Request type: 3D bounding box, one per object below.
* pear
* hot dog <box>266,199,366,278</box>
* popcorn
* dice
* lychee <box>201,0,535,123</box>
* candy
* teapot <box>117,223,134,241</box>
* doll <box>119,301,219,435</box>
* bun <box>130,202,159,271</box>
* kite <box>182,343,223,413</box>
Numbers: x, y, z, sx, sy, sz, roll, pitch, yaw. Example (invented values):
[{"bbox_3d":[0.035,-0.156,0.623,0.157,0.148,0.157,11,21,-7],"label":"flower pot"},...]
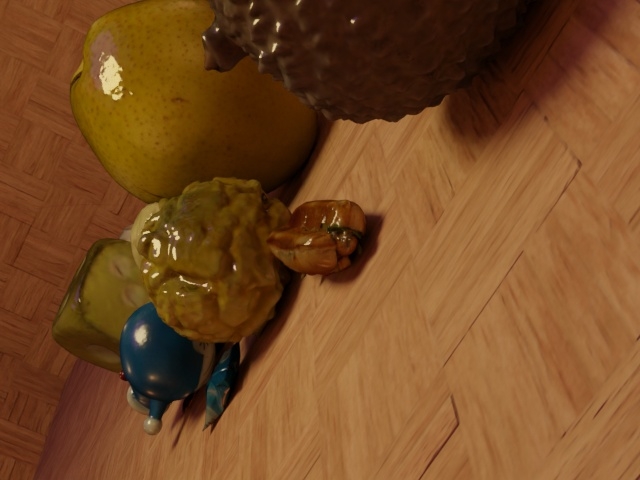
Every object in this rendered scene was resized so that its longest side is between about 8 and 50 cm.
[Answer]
[{"bbox_3d":[-0.208,-0.226,1.708,0.362,0.418,0.362,-52,24,34],"label":"pear"},{"bbox_3d":[0.000,0.000,1.262,0.104,0.076,0.250,-47,14,-11],"label":"hot dog"},{"bbox_3d":[-0.142,0.033,1.465,0.225,0.249,0.249,85,-163,-53],"label":"popcorn"},{"bbox_3d":[-0.446,0.151,2.280,0.227,0.238,0.233,-39,28,58],"label":"dice"},{"bbox_3d":[0.050,-0.311,1.020,0.432,0.380,0.380,-39,18,6],"label":"lychee"},{"bbox_3d":[-0.147,0.211,1.491,0.088,0.038,0.136,-79,11,-56],"label":"candy"},{"bbox_3d":[-0.401,0.013,2.533,0.204,0.139,0.298,-18,10,11],"label":"teapot"},{"bbox_3d":[-0.249,0.202,1.666,0.257,0.161,0.215,120,152,-64],"label":"doll"},{"bbox_3d":[-0.211,0.034,1.674,0.134,0.220,0.220,-65,13,-16],"label":"bun"},{"bbox_3d":[-0.210,0.216,1.765,0.241,0.014,0.183,-37,30,65],"label":"kite"}]
